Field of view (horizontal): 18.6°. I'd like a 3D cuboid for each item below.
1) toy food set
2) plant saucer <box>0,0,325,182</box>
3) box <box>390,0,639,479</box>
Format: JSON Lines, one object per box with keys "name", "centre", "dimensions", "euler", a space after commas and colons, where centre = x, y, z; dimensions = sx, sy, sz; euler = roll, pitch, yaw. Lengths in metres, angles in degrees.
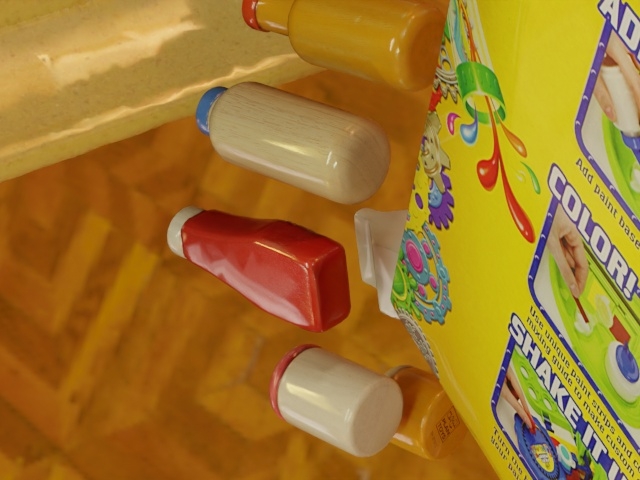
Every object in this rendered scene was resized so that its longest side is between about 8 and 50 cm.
{"name": "toy food set", "centre": [0.000, 0.000, 0.910], "dimensions": [0.104, 0.111, 0.232], "euler": [21, 132, 39]}
{"name": "plant saucer", "centre": [-0.136, -0.193, 0.865], "dimensions": [0.081, 0.333, 0.333], "euler": [42, 145, 43]}
{"name": "box", "centre": [0.197, -0.043, 0.538], "dimensions": [0.177, 0.290, 0.279], "euler": [59, 159, 29]}
